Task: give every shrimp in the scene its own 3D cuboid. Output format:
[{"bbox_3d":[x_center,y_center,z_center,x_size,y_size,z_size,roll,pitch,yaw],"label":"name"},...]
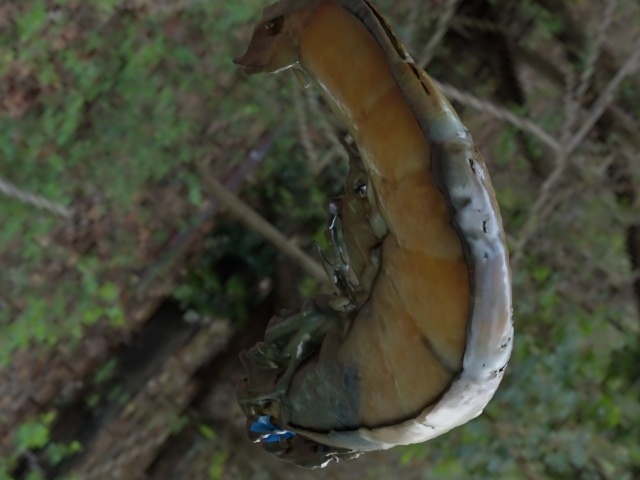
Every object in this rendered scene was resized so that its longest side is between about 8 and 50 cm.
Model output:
[{"bbox_3d":[0.000,0.000,0.826,0.054,0.222,0.290,-14,165,-25],"label":"shrimp"}]
